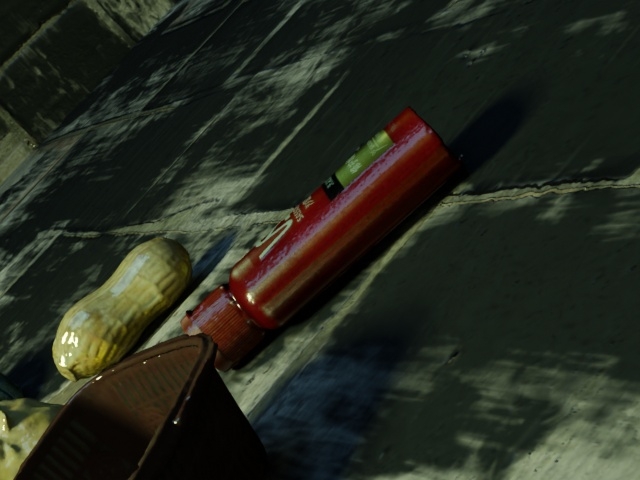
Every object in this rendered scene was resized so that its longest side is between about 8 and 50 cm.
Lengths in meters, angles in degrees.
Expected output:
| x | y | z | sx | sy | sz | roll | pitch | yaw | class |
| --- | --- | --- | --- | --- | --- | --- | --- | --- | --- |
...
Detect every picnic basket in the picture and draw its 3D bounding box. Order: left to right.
| x | y | z | sx | sy | sz | roll | pitch | yaw | class |
| --- | --- | --- | --- | --- | --- | --- | --- | --- | --- |
| -0.157 | 0.223 | 1.257 | 0.222 | 0.129 | 0.297 | -25 | 25 | 42 | picnic basket |

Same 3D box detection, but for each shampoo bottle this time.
| x | y | z | sx | sy | sz | roll | pitch | yaw | class |
| --- | --- | --- | --- | --- | --- | --- | --- | --- | --- |
| 0.000 | -0.001 | 1.523 | 0.314 | 0.076 | 0.118 | -42 | 20 | 6 | shampoo bottle |

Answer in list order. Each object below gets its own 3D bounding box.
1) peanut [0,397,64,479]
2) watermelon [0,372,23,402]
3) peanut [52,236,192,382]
| x | y | z | sx | sy | sz | roll | pitch | yaw | class |
| --- | --- | --- | --- | --- | --- | --- | --- | --- | --- |
| -0.358 | 0.263 | 1.571 | 0.340 | 0.158 | 0.174 | -36 | -20 | 36 | peanut |
| -0.500 | 0.222 | 1.961 | 0.188 | 0.175 | 0.322 | -35 | 20 | 28 | watermelon |
| -0.235 | 0.079 | 1.847 | 0.206 | 0.087 | 0.087 | -46 | 17 | -10 | peanut |
